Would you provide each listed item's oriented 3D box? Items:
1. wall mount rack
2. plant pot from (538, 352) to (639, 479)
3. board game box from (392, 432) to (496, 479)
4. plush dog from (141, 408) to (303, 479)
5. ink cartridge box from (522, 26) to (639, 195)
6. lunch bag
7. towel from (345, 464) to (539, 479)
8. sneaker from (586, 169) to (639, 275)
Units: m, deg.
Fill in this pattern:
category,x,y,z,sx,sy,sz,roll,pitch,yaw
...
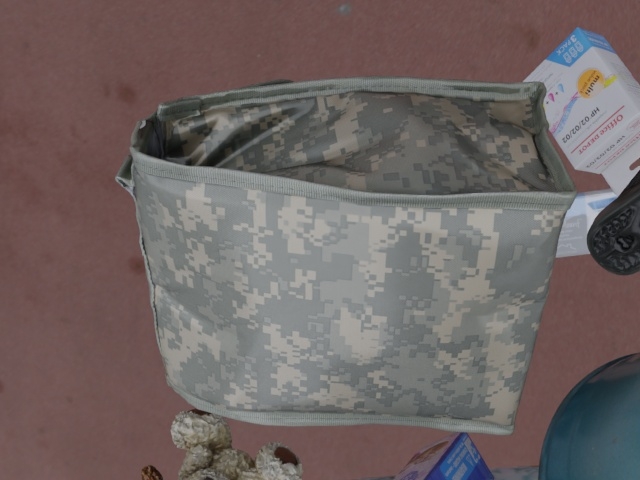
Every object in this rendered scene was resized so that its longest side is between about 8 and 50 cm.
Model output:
category,x,y,z,sx,sy,sz,roll,pitch,yaw
wall mount rack,0.440,-0.046,1.380,0.350,0.130,0.304,-8,119,11
plant pot,0.337,0.179,0.623,0.271,0.272,0.255,29,155,4
board game box,0.139,0.357,0.709,0.066,0.318,0.318,-33,84,24
plush dog,-0.192,0.450,1.494,0.262,0.225,0.211,23,116,18
ink cartridge box,0.336,-0.155,1.034,0.104,0.061,0.181,-47,54,36
lunch bag,0.010,0.012,0.621,0.287,0.169,0.235,2,130,1
towel,0.190,0.435,0.901,0.320,0.374,0.090,0,161,-15
sneaker,0.358,-0.062,0.787,0.087,0.130,0.227,48,129,3
